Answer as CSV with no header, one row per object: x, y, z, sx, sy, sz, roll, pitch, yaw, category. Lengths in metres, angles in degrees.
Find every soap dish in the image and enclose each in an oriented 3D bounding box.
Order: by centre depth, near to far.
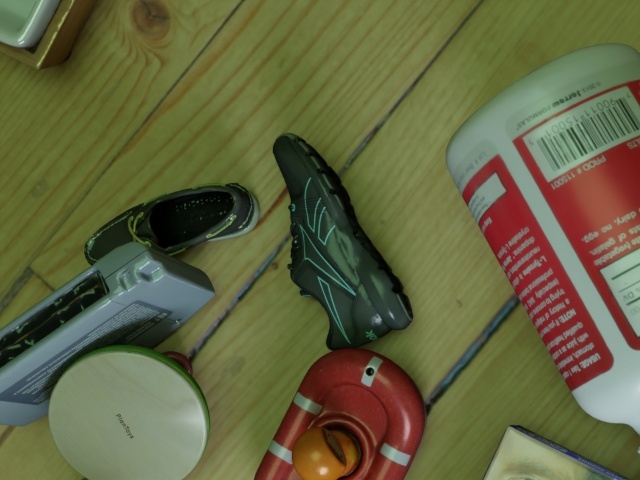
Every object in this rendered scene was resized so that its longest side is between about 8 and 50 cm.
-0.369,-0.382,1.376,0.229,0.118,0.290,27,89,18,soap dish

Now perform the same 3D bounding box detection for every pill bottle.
0.311,0.030,1.063,0.229,0.229,0.407,-29,75,9,pill bottle

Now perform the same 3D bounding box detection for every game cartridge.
-0.273,0.112,1.227,0.297,0.198,0.062,-34,75,7,game cartridge

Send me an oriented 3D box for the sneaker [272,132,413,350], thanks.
0.000,0.000,1.222,0.106,0.101,0.267,-31,74,11,sneaker

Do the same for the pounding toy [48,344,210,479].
-0.211,0.212,1.260,0.183,0.110,0.236,2,111,5,pounding toy

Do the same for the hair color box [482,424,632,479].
0.208,0.380,1.101,0.185,0.110,0.338,25,87,19,hair color box

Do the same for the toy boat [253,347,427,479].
0.014,0.227,1.154,0.151,0.151,0.231,26,89,17,toy boat

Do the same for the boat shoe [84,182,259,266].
-0.189,-0.018,1.293,0.228,0.069,0.081,-19,77,12,boat shoe
